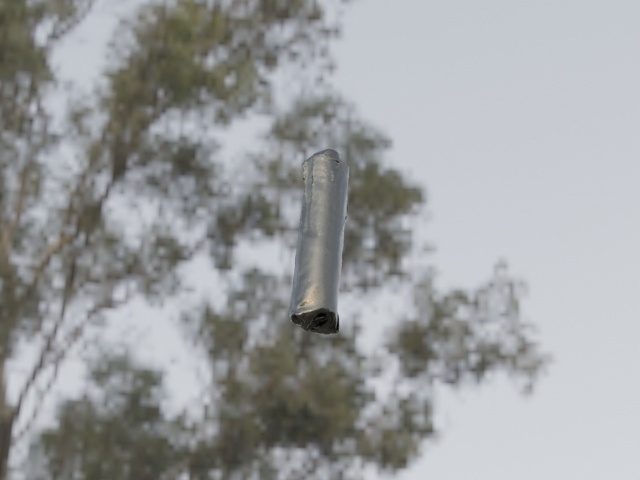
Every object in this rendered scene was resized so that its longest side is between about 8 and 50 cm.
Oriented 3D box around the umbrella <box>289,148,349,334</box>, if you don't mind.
[{"bbox_3d":[0.001,0.001,1.279,0.031,0.133,0.036,-3,-30,16],"label":"umbrella"}]
